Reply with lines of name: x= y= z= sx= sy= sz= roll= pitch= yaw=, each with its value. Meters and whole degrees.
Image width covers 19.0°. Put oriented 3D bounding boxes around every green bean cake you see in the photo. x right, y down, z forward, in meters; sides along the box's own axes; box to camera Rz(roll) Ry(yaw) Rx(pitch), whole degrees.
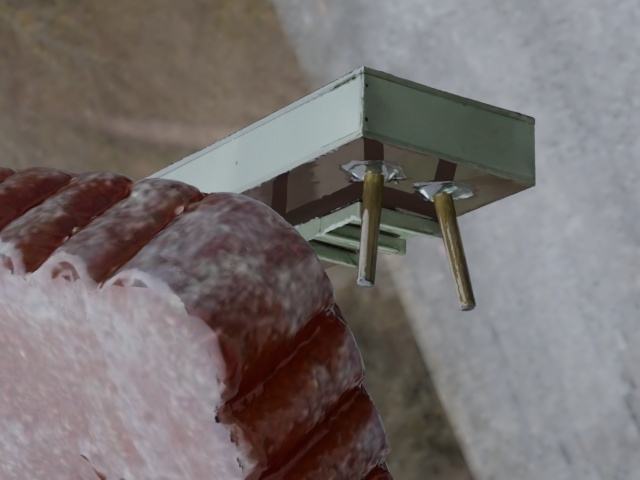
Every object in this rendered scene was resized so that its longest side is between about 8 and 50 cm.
green bean cake: x=-0.046 y=0.047 z=0.489 sx=0.135 sy=0.056 sz=0.136 roll=10 pitch=126 yaw=40

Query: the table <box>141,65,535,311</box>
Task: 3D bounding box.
table: x=0.000 y=0.000 z=1.100 sx=0.240 sy=0.121 sz=0.111 roll=-23 pitch=60 yaw=51
